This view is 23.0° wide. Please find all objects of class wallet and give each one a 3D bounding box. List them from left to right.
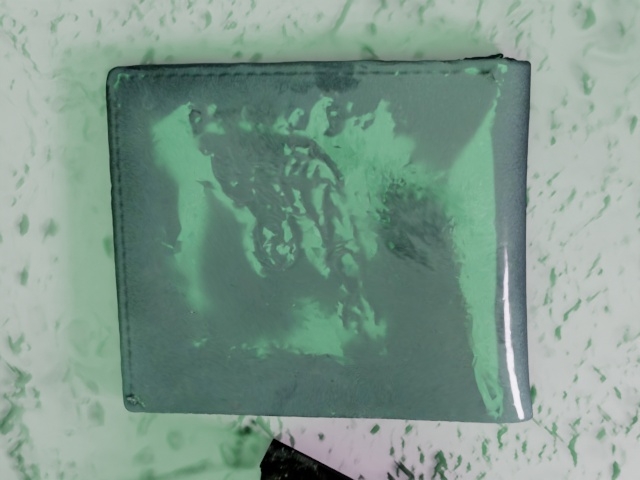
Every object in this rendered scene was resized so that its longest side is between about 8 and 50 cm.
[{"bbox_3d":[0.001,0.000,1.070,0.290,0.054,0.251,1,99,10],"label":"wallet"}]

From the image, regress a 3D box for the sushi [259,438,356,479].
[{"bbox_3d":[0.030,0.252,1.074,0.172,0.153,0.150,29,84,-22],"label":"sushi"}]
